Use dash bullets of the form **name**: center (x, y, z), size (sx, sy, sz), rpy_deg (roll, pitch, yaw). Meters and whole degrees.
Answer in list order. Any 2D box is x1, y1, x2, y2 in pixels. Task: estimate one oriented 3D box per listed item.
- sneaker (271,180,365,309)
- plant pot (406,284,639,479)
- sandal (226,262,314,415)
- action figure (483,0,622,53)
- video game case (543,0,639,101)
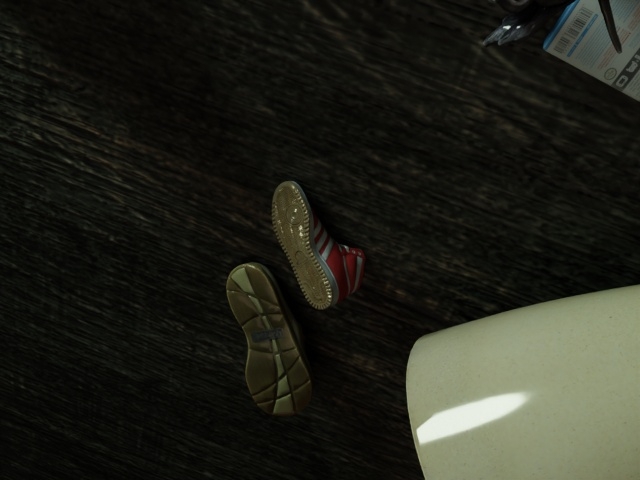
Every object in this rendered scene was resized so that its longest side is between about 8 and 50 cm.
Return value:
- **sneaker**: center (0.000, 0.000, 0.733), size (0.042, 0.067, 0.118), rpy_deg (-21, 87, 37)
- **plant pot**: center (0.250, 0.138, 0.619), size (0.274, 0.256, 0.256), rpy_deg (-28, 113, 24)
- **sandal**: center (-0.047, 0.100, 0.829), size (0.072, 0.049, 0.180), rpy_deg (-7, 110, 21)
- **action figure**: center (0.103, -0.220, 0.442), size (0.164, 0.141, 0.276), rpy_deg (-34, 136, 31)
- **video game case**: center (0.250, -0.136, 0.526), size (0.166, 0.015, 0.119), rpy_deg (28, 132, -1)
